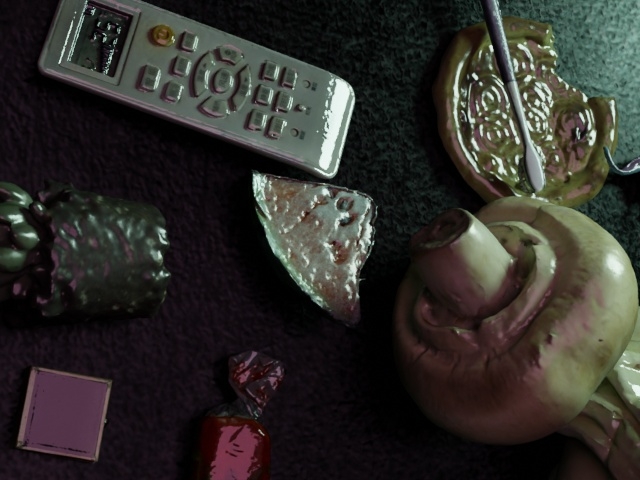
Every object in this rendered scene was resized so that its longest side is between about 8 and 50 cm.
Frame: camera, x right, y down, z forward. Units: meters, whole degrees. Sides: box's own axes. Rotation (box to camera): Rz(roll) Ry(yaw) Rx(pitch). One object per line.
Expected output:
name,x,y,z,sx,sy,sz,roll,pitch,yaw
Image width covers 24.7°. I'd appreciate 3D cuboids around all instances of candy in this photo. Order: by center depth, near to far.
candy,-0.087,0.247,1.392,0.086,0.059,0.292,12,76,-18

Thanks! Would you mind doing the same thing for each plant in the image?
plant,-0.243,0.016,1.332,0.195,0.132,0.129,6,76,-25

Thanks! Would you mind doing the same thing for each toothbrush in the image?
toothbrush,0.197,-0.188,1.565,0.024,0.026,0.288,-10,82,-22

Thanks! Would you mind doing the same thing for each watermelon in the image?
watermelon,0.000,0.000,1.466,0.139,0.071,0.187,-29,84,-30

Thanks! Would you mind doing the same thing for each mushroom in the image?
mushroom,0.176,0.058,1.426,0.234,0.254,0.260,49,22,-42

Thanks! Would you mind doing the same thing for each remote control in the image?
remote control,-0.119,-0.154,1.451,0.313,0.055,0.109,20,69,-13

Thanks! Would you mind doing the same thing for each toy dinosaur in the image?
toy dinosaur,0.390,-0.066,1.638,0.197,0.045,0.080,12,76,-30

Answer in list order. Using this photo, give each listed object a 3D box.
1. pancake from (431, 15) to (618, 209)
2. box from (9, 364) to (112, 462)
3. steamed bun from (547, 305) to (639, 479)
pancake,0.222,-0.133,1.592,0.235,0.029,0.212,42,70,-8
box,-0.239,0.162,1.358,0.083,0.035,0.079,12,77,-19
steamed bun,0.367,0.223,1.499,0.275,0.206,0.319,3,84,-23
